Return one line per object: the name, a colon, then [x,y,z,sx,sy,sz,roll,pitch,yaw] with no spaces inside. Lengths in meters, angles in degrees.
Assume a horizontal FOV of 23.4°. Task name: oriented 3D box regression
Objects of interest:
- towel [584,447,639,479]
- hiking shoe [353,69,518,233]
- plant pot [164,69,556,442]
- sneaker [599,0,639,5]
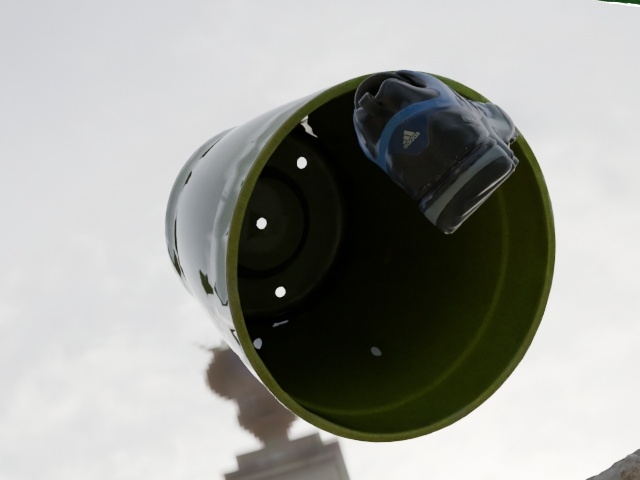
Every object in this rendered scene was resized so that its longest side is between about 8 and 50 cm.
towel: [0.198,0.242,1.099,0.187,0.049,0.282,-27,-36,-3]
hiking shoe: [0.093,-0.101,1.327,0.113,0.304,0.132,-44,-84,5]
plant pot: [0.000,0.000,1.659,0.366,0.353,0.366,-3,-83,-26]
sneaker: [0.242,-0.276,1.300,0.123,0.295,0.109,-42,-24,-12]
